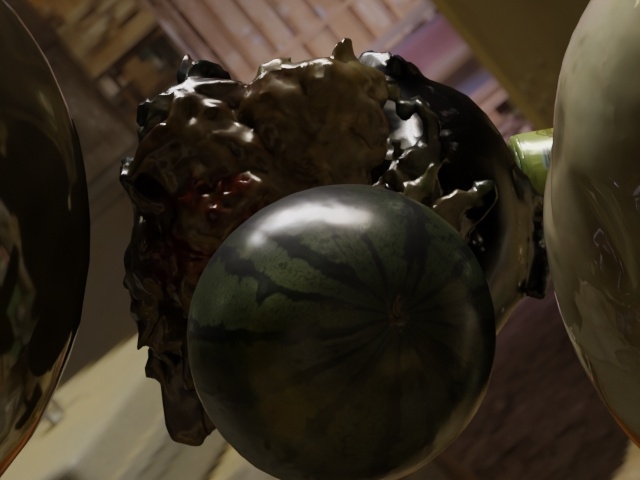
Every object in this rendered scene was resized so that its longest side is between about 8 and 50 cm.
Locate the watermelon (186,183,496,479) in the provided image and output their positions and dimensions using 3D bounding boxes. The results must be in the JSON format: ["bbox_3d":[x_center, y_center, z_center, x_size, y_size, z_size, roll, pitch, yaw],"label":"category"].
[{"bbox_3d":[0.001,0.034,0.558,0.105,0.105,0.133,-44,15,-23],"label":"watermelon"}]

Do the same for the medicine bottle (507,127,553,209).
[{"bbox_3d":[0.283,-0.052,1.350,0.238,0.124,0.124,-8,10,2],"label":"medicine bottle"}]

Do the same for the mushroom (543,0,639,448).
[{"bbox_3d":[0.284,-0.042,0.749,0.325,0.353,0.353,-14,21,31],"label":"mushroom"}]

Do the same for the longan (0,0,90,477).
[{"bbox_3d":[-0.161,-0.009,0.452,0.198,0.212,0.198,-22,43,22],"label":"longan"}]

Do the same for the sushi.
[{"bbox_3d":[-0.002,0.000,0.913,0.225,0.239,0.218,-23,-11,19],"label":"sushi"}]
